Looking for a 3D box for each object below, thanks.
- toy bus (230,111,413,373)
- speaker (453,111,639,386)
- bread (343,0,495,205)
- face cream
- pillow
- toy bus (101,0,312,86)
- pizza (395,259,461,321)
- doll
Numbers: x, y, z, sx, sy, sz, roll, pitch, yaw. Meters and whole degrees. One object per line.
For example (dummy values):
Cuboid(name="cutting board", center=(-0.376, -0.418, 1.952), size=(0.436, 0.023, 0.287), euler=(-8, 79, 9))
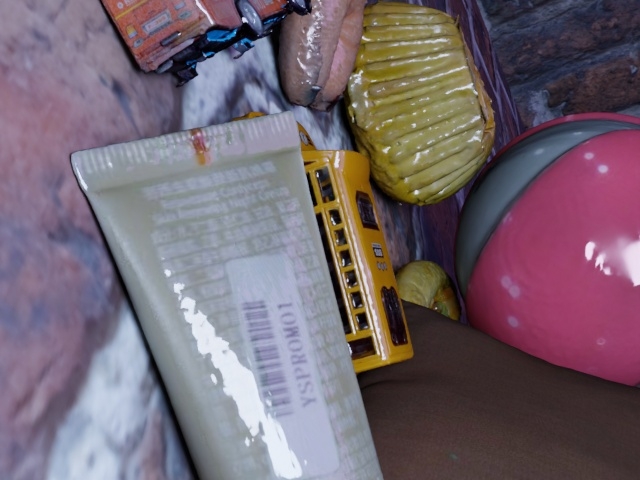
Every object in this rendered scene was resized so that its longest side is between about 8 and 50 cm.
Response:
Cuboid(name="toy bus", center=(0.000, 0.000, 0.641), size=(0.083, 0.088, 0.194), euler=(6, 68, -69))
Cuboid(name="speaker", center=(0.272, 0.015, 0.935), size=(0.294, 0.294, 0.294), euler=(-17, 90, -71))
Cuboid(name="bread", center=(0.108, -0.151, 1.002), size=(0.240, 0.139, 0.240), euler=(-16, 90, -74))
Cuboid(name="face cream", center=(-0.021, 0.103, 0.495), size=(0.137, 0.084, 0.341), euler=(-16, 89, -33))
Cuboid(name="pillow", center=(0.149, 0.162, 0.661), size=(0.305, 0.308, 0.108), euler=(-55, 164, -64))
Cuboid(name="toy bus", center=(-0.069, -0.173, 0.633), size=(0.096, 0.074, 0.235), euler=(61, 22, -13))
Cuboid(name="pizza", center=(0.120, 0.119, 0.920), size=(0.292, 0.058, 0.197), euler=(-43, 114, -69))
Cuboid(name="doll", center=(-0.017, -0.271, 0.818), size=(0.201, 0.156, 0.303), euler=(-6, 108, -79))
